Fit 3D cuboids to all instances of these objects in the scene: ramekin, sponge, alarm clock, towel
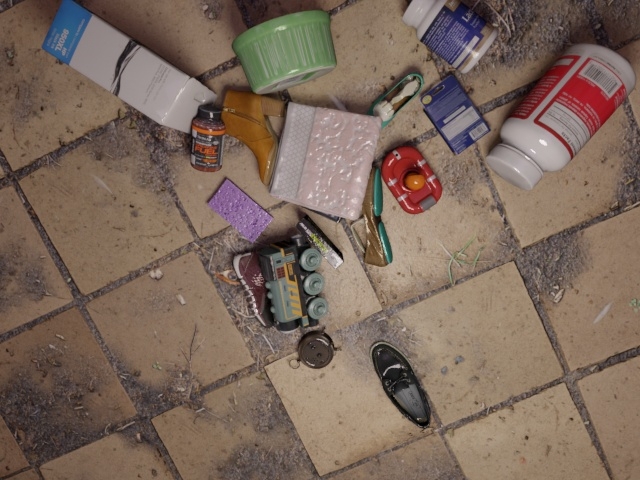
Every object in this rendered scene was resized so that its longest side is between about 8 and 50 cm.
[{"bbox_3d":[-0.097,-0.551,1.237,0.304,0.303,0.148,-16,105,4],"label":"ramekin"},{"bbox_3d":[-0.277,-0.102,1.433,0.210,0.031,0.117,41,97,-4],"label":"sponge"},{"bbox_3d":[-0.031,0.404,1.481,0.192,0.064,0.129,-35,95,9],"label":"alarm clock"},{"bbox_3d":[0.010,-0.261,1.334,0.317,0.053,0.331,15,97,11],"label":"towel"}]

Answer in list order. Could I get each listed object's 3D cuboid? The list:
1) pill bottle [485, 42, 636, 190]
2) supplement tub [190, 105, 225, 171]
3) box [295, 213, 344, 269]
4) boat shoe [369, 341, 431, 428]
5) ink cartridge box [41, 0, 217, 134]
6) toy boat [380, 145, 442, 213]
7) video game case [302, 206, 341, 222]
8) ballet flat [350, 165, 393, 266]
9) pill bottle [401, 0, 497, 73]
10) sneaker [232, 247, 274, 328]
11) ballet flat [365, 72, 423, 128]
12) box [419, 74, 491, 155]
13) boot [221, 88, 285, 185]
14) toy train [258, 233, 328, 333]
[{"bbox_3d":[0.711,-0.362,1.261,0.229,0.229,0.407,39,98,-3],"label":"pill bottle"},{"bbox_3d":[-0.365,-0.329,1.339,0.106,0.106,0.197,13,119,0],"label":"supplement tub"},{"bbox_3d":[0.000,0.000,1.360,0.045,0.184,0.190,-42,93,8],"label":"box"},{"bbox_3d":[0.287,0.517,1.455,0.127,0.113,0.340,-26,96,6],"label":"boat shoe"},{"bbox_3d":[-0.554,-0.508,1.259,0.395,0.285,0.166,33,99,-2],"label":"ink cartridge box"},{"bbox_3d":[0.298,-0.196,1.338,0.151,0.151,0.231,-35,95,6],"label":"toy boat"},{"bbox_3d":[0.006,-0.232,1.385,0.248,0.035,0.274,25,98,7],"label":"video game case"},{"bbox_3d":[0.160,-0.074,1.395,0.124,0.116,0.342,-6,102,23],"label":"ballet flat"},{"bbox_3d":[0.392,-0.654,1.271,0.265,0.153,0.153,35,98,-3],"label":"pill bottle"},{"bbox_3d":[-0.181,0.155,1.430,0.163,0.106,0.281,-24,96,2],"label":"sneaker"},{"bbox_3d":[0.235,-0.451,1.338,0.247,0.087,0.083,-44,94,7],"label":"ballet flat"},{"bbox_3d":[0.439,-0.412,1.360,0.136,0.036,0.225,-36,96,6],"label":"box"},{"bbox_3d":[-0.240,-0.343,1.376,0.211,0.104,0.295,11,100,9],"label":"boot"},{"bbox_3d":[-0.091,0.147,1.372,0.190,0.142,0.333,-15,108,-24],"label":"toy train"}]
